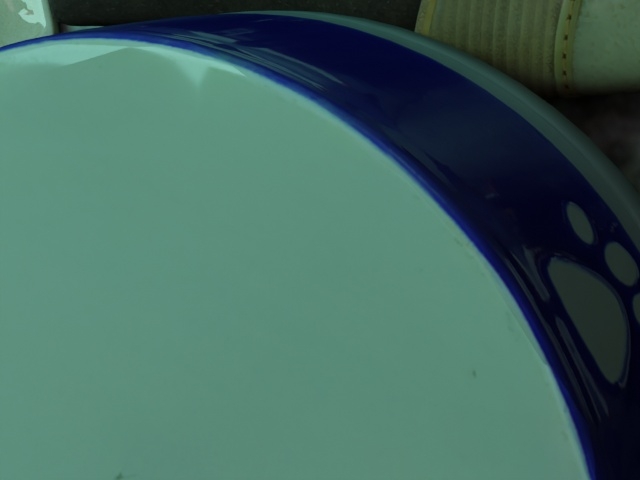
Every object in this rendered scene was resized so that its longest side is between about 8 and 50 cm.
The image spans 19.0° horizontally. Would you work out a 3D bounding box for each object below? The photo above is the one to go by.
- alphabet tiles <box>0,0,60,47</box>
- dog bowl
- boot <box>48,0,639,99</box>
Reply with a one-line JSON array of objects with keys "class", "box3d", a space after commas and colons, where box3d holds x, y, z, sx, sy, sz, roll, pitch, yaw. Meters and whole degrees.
[{"class": "alphabet tiles", "box3d": [-0.225, -0.050, 0.651, 0.278, 0.021, 0.284, -13, 79, 5]}, {"class": "dog bowl", "box3d": [-0.028, 0.072, 0.513, 0.265, 0.104, 0.265, 5, 100, 26]}, {"class": "boot", "box3d": [0.023, -0.167, 0.554, 0.207, 0.090, 0.248, 12, 93, 23]}]
